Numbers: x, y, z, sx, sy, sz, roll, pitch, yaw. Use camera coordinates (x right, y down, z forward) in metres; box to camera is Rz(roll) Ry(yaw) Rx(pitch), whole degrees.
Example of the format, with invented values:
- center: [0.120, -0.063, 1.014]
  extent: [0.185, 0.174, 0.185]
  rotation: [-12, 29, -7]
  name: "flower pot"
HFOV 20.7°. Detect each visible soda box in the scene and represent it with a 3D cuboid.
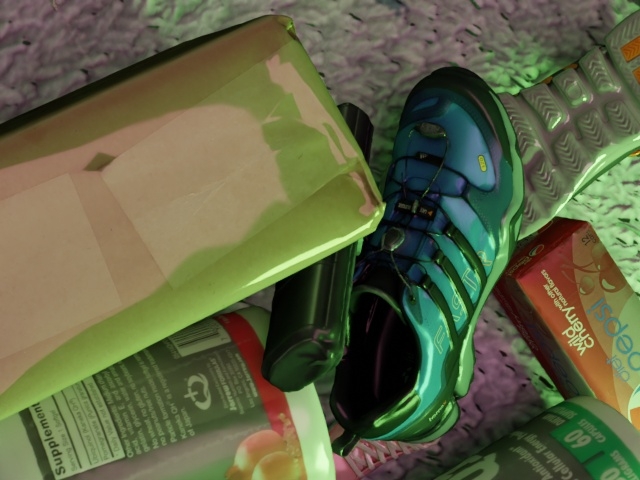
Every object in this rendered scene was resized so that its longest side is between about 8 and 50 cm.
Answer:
- center: [0.248, 0.106, 1.504]
  extent: [0.083, 0.092, 0.263]
  rotation: [-39, 105, -11]
  name: "soda box"

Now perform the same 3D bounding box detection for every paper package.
- center: [-0.168, -0.016, 1.242]
  extent: [0.325, 0.309, 0.168]
  rotation: [-27, 100, -15]
  name: "paper package"

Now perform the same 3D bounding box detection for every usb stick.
- center: [0.000, 0.000, 1.339]
  extent: [0.045, 0.278, 0.077]
  rotation: [30, 129, -19]
  name: "usb stick"

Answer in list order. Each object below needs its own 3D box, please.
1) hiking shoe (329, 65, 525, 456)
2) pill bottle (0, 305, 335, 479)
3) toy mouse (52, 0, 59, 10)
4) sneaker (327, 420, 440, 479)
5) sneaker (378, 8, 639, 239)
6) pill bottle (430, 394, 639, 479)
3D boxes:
- center: [0.081, 0.016, 1.351]
  extent: [0.113, 0.132, 0.304]
  rotation: [10, 95, 26]
  name: "hiking shoe"
- center: [-0.164, 0.176, 1.330]
  extent: [0.318, 0.176, 0.176]
  rotation: [-18, 99, -16]
  name: "pill bottle"
- center: [-0.199, -0.259, 1.306]
  extent: [0.031, 0.143, 0.161]
  rotation: [-39, 108, -46]
  name: "toy mouse"
- center: [0.052, 0.163, 1.456]
  extent: [0.134, 0.070, 0.051]
  rotation: [-38, 106, -11]
  name: "sneaker"
- center: [0.211, -0.083, 1.464]
  extent: [0.321, 0.180, 0.124]
  rotation: [-27, 82, 19]
  name: "sneaker"
- center: [0.117, 0.296, 1.417]
  extent: [0.361, 0.204, 0.204]
  rotation: [-29, 103, -15]
  name: "pill bottle"
